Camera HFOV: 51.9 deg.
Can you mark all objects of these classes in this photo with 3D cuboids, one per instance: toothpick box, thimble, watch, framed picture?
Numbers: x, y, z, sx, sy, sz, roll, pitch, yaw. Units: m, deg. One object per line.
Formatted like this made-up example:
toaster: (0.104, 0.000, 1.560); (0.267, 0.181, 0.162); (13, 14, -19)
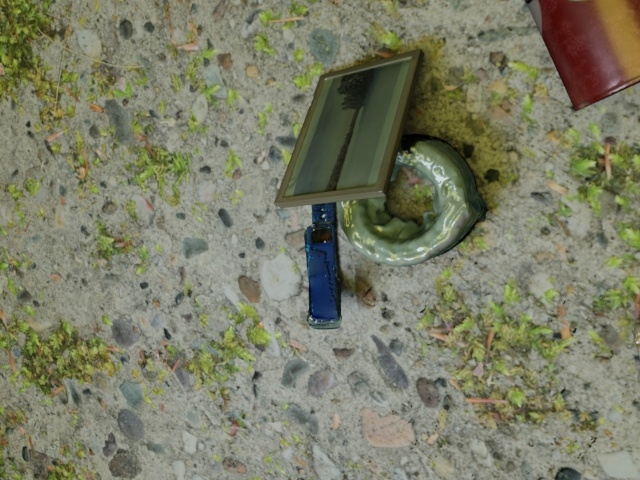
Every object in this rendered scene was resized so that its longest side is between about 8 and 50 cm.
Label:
toothpick box: (0.380, -0.372, 0.905); (0.204, 0.204, 0.333); (-24, 90, 28)
thimble: (0.156, -0.067, 1.115); (0.238, 0.150, 0.237); (5, 101, 25)
watch: (0.001, -0.003, 1.204); (0.068, 0.276, 0.274); (-3, 129, 4)
framed picture: (0.048, -0.185, 1.088); (0.213, 0.016, 0.289); (-4, 57, 37)

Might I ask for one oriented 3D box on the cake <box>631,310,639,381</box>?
cake: (0.559, 0.164, 0.989); (0.147, 0.135, 0.135); (-9, 98, 37)
